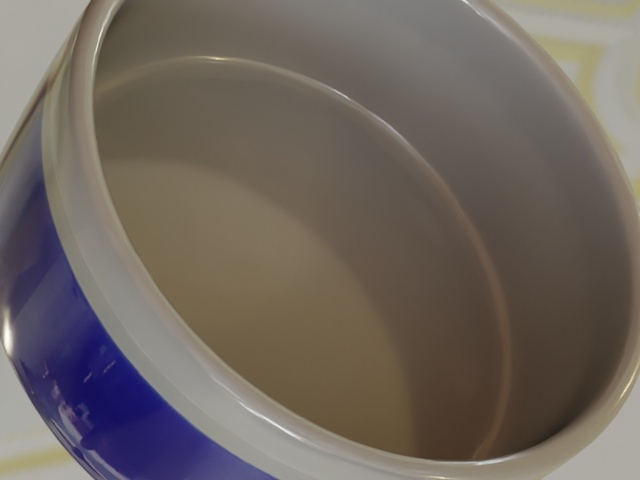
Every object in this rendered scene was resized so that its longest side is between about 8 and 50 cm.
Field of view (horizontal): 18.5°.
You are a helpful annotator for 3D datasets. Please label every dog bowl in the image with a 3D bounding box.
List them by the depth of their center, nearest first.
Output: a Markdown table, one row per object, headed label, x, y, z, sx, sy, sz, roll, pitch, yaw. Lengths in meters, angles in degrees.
| label | x | y | z | sx | sy | sz | roll | pitch | yaw |
| --- | --- | --- | --- | --- | --- | --- | --- | --- | --- |
| dog bowl | 0.000 | 0.000 | 0.811 | 0.104 | 0.265 | 0.265 | -47 | -164 | 46 |
